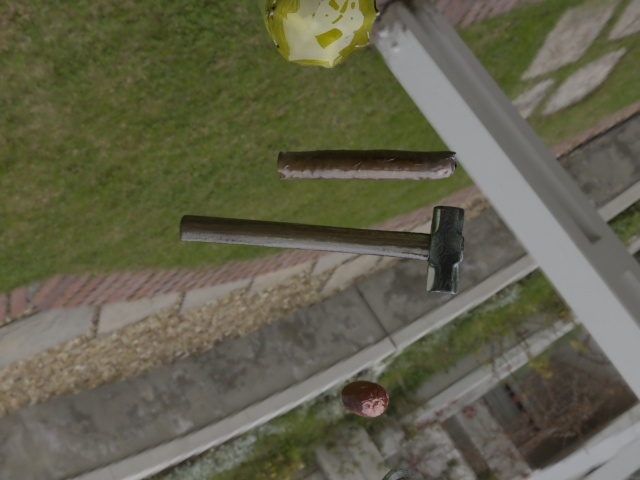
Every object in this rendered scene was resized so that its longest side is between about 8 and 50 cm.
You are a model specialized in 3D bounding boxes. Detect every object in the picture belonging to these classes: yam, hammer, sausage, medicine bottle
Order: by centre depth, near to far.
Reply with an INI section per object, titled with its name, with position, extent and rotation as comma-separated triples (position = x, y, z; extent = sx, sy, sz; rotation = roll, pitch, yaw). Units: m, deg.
[medicine bottle]
position = -0.016, -0.283, 0.879
extent = 0.124, 0.239, 0.124
rotation = -9, 133, -10
[hammer]
position = 0.000, 0.000, 1.066
extent = 0.365, 0.111, 0.043
rotation = 5, 176, 5
[yam]
position = 0.064, -0.107, 1.182
extent = 0.264, 0.046, 0.046
rotation = 2, 173, 18
[sausage]
position = 0.072, 0.265, 1.387
extent = 0.054, 0.059, 0.094
rotation = -6, -178, -31

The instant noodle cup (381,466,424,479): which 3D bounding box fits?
[instant noodle cup]
position = 0.194, 0.392, 0.817
extent = 0.254, 0.325, 0.325
rotation = -4, 172, 19
